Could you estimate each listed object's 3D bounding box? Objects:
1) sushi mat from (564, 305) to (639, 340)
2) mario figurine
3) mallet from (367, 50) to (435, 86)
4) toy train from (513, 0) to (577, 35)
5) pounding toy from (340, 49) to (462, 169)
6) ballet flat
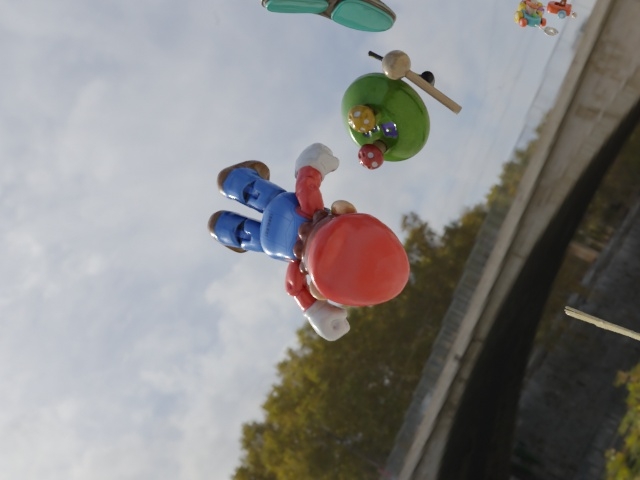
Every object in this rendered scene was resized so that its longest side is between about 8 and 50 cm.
[{"bbox_3d":[0.641,0.195,1.902,0.151,0.317,0.019,18,-88,-42],"label":"sushi mat"},{"bbox_3d":[0.000,0.000,1.275,0.170,0.321,0.198,-36,-50,-26],"label":"mario figurine"},{"bbox_3d":[0.209,-0.438,2.483,0.039,0.190,0.062,-61,-18,-4],"label":"mallet"},{"bbox_3d":[0.485,-0.497,2.086,0.166,0.125,0.046,-52,-25,-51],"label":"toy train"},{"bbox_3d":[0.114,-0.218,1.779,0.237,0.183,0.110,-40,7,48],"label":"pounding toy"},{"bbox_3d":[0.013,-0.347,1.365,0.072,0.213,0.068,-35,56,57],"label":"ballet flat"}]
